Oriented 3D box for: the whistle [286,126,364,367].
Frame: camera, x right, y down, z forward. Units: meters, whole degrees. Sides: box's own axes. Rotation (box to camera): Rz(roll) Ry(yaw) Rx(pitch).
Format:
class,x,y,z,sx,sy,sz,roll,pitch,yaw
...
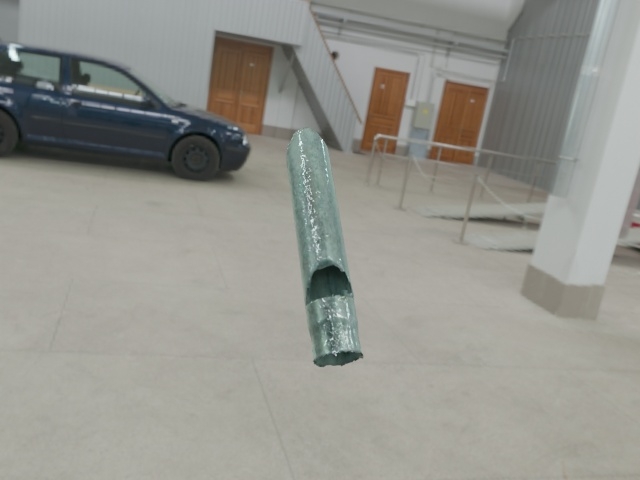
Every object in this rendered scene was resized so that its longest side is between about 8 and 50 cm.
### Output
class,x,y,z,sx,sy,sz,roll,pitch,yaw
whistle,0.000,0.000,0.768,0.062,0.311,0.062,-7,-26,-3
